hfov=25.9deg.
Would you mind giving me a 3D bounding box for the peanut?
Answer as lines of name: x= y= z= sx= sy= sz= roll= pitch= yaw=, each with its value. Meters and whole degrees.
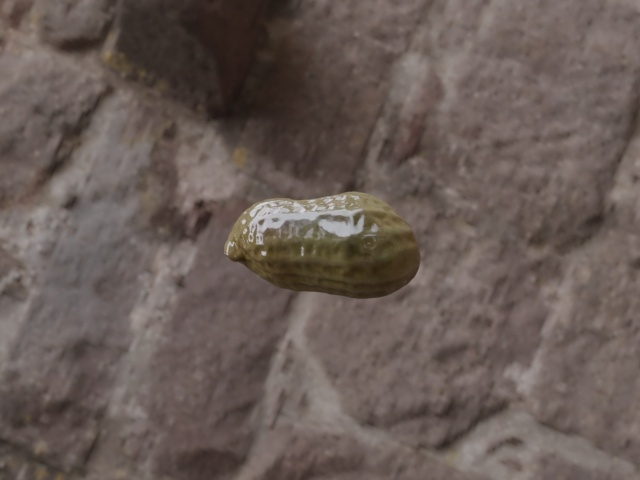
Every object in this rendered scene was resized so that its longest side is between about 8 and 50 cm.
peanut: x=0.000 y=0.000 z=1.208 sx=0.083 sy=0.194 sz=0.093 roll=41 pitch=-116 yaw=-51
